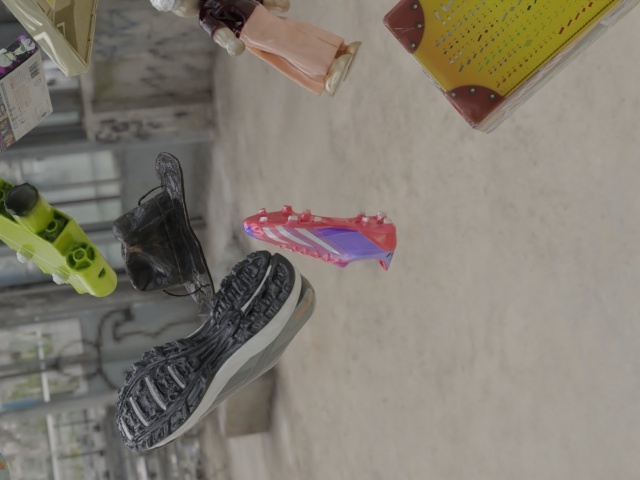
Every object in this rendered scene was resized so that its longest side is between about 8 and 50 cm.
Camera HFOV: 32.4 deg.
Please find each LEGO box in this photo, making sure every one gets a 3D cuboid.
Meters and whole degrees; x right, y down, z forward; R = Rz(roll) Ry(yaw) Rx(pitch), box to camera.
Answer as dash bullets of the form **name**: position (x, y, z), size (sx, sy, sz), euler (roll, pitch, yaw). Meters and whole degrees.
- **LEGO box**: position (0.351, -0.384, 1.537), size (0.193, 0.500, 0.372), euler (50, -168, 4)

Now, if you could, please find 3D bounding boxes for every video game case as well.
- **video game case**: position (-0.510, -0.194, 1.687), size (0.042, 0.210, 0.232), euler (46, 163, 7)

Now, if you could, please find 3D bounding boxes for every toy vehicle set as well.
- **toy vehicle set**: position (-0.381, -0.365, 1.468), size (0.267, 0.035, 0.166), euler (56, -152, -54)

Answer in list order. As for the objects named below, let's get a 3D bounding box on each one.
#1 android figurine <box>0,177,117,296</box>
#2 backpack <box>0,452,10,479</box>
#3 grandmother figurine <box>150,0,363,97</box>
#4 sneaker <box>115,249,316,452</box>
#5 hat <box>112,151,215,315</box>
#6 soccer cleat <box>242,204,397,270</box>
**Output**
- **android figurine**: position (-0.361, -0.008, 1.391), size (0.056, 0.248, 0.273), euler (-57, -17, -18)
- **backpack**: position (-0.577, 0.386, 1.687), size (0.166, 0.188, 0.144), euler (41, -179, 20)
- **grandmother figurine**: position (-0.113, -0.336, 1.722), size (0.104, 0.342, 0.208), euler (-65, -4, 26)
- **sneaker**: position (-0.107, 0.133, 1.184), size (0.100, 0.271, 0.108), euler (51, -172, 33)
- **hat**: position (-0.292, 0.003, 1.938), size (0.331, 0.134, 0.331), euler (166, 90, -76)
- **soccer cleat**: position (0.000, 0.000, 1.741), size (0.083, 0.248, 0.095), euler (-118, 30, -71)
